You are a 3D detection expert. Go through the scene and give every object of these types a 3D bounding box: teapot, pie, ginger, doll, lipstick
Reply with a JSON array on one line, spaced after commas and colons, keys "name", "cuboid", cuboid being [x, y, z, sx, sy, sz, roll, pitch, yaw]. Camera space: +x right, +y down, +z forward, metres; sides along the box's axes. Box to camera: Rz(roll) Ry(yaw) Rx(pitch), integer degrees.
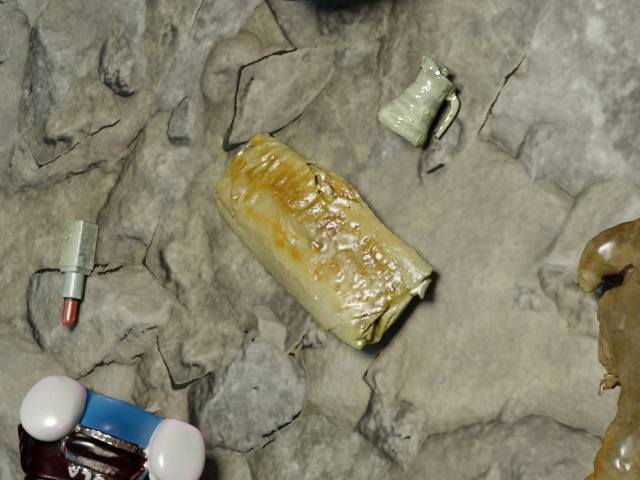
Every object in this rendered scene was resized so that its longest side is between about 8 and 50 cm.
[{"name": "teapot", "cuboid": [0.106, -0.140, 1.527, 0.067, 0.057, 0.083, 35, 98, 0]}, {"name": "pie", "cuboid": [0.000, 0.000, 1.555, 0.128, 0.068, 0.282, -49, 54, 3]}, {"name": "ginger", "cuboid": [0.295, 0.080, 1.303, 0.166, 0.080, 0.333, 3, 82, 27]}, {"name": "doll", "cuboid": [-0.259, 0.322, 1.570, 0.284, 0.240, 0.310, 17, 72, 12]}, {"name": "lipstick", "cuboid": [-0.292, 0.042, 1.791, 0.030, 0.030, 0.129, -1, 77, 37]}]
